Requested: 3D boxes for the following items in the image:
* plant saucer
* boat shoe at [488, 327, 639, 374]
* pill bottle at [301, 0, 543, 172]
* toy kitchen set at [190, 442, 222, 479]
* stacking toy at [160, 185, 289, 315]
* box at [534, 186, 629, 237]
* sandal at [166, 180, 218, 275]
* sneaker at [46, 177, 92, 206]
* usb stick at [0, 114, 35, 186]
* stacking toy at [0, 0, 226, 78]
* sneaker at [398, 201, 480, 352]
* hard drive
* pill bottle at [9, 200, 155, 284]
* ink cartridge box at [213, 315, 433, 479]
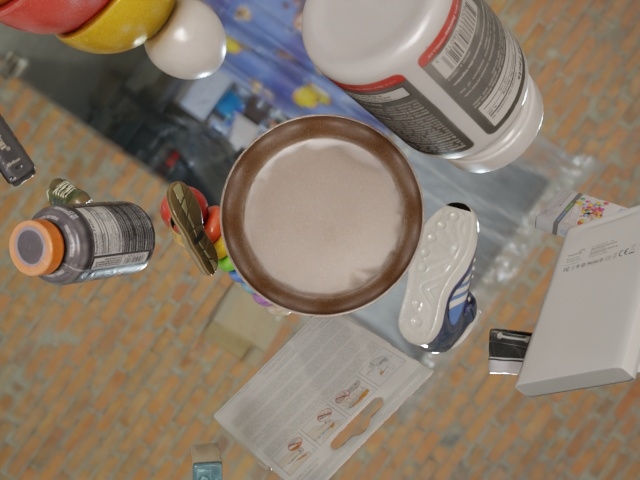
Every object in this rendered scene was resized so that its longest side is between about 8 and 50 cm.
[{"bbox_3d":[0.003,-0.037,1.574,0.310,0.311,0.050,-55,173,-4],"label":"plant saucer"},{"bbox_3d":[0.464,0.201,1.929,0.113,0.306,0.105,5,84,-56],"label":"boat shoe"},{"bbox_3d":[0.152,-0.234,1.377,0.210,0.210,0.363,-55,142,3],"label":"pill bottle"},{"bbox_3d":[-0.081,0.382,1.481,0.122,0.207,0.166,-117,-152,-63],"label":"toy kitchen set"},{"bbox_3d":[-0.165,0.008,1.976,0.141,0.330,0.141,-38,-150,27],"label":"stacking toy"},{"bbox_3d":[0.619,-0.050,2.410,0.145,0.186,0.038,-42,142,-39],"label":"box"},{"bbox_3d":[-0.236,-0.016,1.820,0.049,0.180,0.072,-10,-157,29],"label":"sandal"},{"bbox_3d":[-0.546,-0.093,2.189,0.064,0.086,0.192,-37,-173,-22],"label":"sneaker"},{"bbox_3d":[-0.723,-0.248,2.245,0.077,0.278,0.045,-42,-159,-31],"label":"usb stick"},{"bbox_3d":[-0.320,-0.368,1.405,0.351,0.480,0.350,-25,-134,30],"label":"stacking toy"},{"bbox_3d":[0.285,0.090,2.242,0.236,0.130,0.322,21,87,-61],"label":"sneaker"},{"bbox_3d":[0.479,0.099,1.779,0.233,0.047,0.353,-23,-146,51],"label":"hard drive"},{"bbox_3d":[-0.390,0.003,1.675,0.130,0.130,0.246,-54,161,20],"label":"pill bottle"},{"bbox_3d":[0.011,0.298,1.847,0.308,0.091,0.385,-43,-150,-13],"label":"ink cartridge box"}]
